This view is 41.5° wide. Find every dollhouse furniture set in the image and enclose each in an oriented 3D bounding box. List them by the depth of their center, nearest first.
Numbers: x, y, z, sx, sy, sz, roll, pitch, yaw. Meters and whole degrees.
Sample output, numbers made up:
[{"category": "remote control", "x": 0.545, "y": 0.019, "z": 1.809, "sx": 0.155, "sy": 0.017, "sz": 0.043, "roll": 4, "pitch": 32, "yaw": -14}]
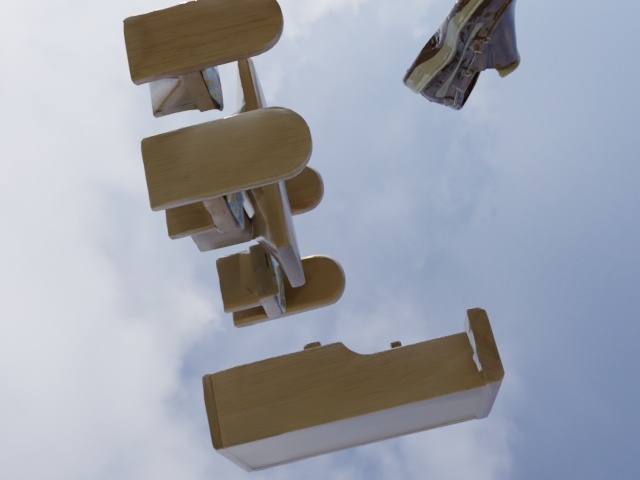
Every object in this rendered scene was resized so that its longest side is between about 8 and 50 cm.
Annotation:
[{"category": "dollhouse furniture set", "x": 0.000, "y": 0.000, "z": 0.853, "sx": 0.256, "sy": 0.362, "sz": 0.394, "roll": -13, "pitch": -113, "yaw": 1}]

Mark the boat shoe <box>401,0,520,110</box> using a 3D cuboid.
[{"category": "boat shoe", "x": 0.181, "y": -0.224, "z": 0.911, "sx": 0.095, "sy": 0.257, "sz": 0.095, "roll": 37, "pitch": -113, "yaw": -1}]
